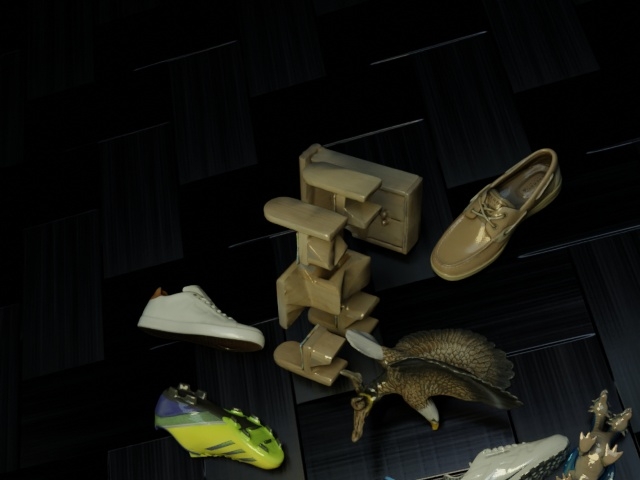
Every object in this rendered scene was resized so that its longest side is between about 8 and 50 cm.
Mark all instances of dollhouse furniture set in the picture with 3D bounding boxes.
[{"bbox_3d":[0.000,0.000,1.735,0.257,0.362,0.394,19,42,24],"label":"dollhouse furniture set"}]

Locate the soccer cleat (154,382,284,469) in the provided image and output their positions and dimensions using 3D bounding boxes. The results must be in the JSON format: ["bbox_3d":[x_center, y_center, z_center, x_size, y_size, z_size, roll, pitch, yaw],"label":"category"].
[{"bbox_3d":[-0.201,0.385,1.734,0.289,0.093,0.121,24,101,21],"label":"soccer cleat"}]

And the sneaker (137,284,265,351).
[{"bbox_3d":[-0.241,0.153,1.845,0.290,0.106,0.123,9,67,21],"label":"sneaker"}]

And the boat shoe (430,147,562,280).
[{"bbox_3d":[0.351,-0.060,1.800,0.341,0.110,0.122,-43,60,-10],"label":"boat shoe"}]

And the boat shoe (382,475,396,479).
[{"bbox_3d":[0.191,0.513,1.531,0.258,0.109,0.089,34,78,30],"label":"boat shoe"}]

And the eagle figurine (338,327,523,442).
[{"bbox_3d":[0.202,0.253,1.626,0.298,0.225,0.226,-21,52,14],"label":"eagle figurine"}]

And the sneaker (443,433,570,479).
[{"bbox_3d":[0.332,0.400,1.570,0.235,0.090,0.094,-30,49,-4],"label":"sneaker"}]

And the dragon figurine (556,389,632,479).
[{"bbox_3d":[0.463,0.401,1.528,0.085,0.144,0.289,21,89,23],"label":"dragon figurine"}]
